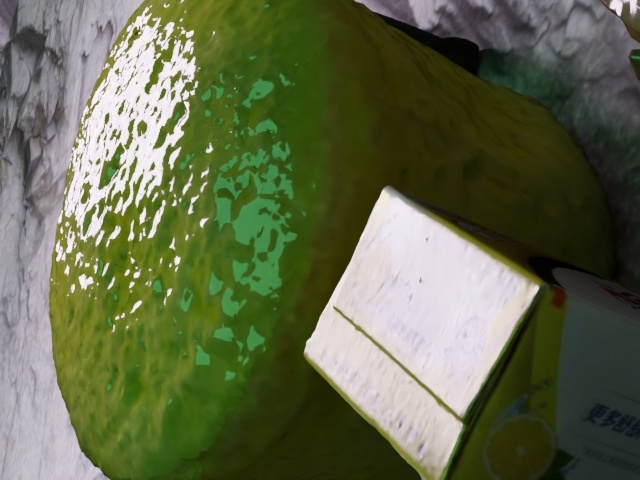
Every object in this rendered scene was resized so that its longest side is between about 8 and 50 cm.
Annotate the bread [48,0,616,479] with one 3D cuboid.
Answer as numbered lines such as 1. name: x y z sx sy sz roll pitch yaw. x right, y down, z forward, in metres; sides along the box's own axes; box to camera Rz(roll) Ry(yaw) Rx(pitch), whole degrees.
1. bread: 0.000 0.000 1.021 0.348 0.307 0.348 -18 68 51

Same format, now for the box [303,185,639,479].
1. box: 0.146 0.079 0.730 0.097 0.265 0.168 -66 24 6

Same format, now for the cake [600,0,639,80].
1. cake: 0.259 -0.220 0.651 0.307 0.293 0.314 -57 39 29

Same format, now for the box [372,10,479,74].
1. box: -0.055 -0.032 1.311 0.251 0.204 0.345 14 86 66
